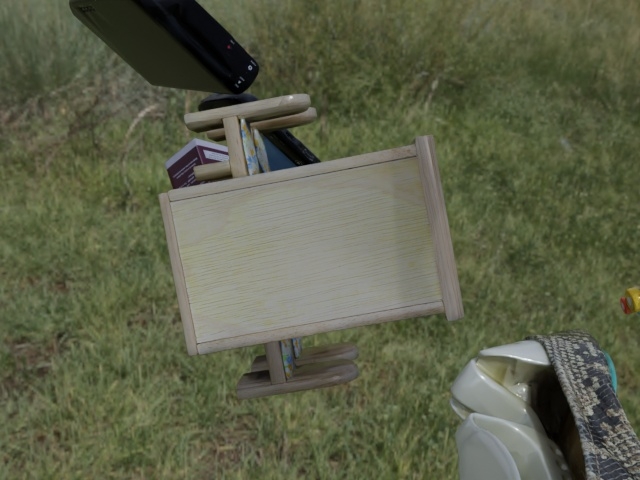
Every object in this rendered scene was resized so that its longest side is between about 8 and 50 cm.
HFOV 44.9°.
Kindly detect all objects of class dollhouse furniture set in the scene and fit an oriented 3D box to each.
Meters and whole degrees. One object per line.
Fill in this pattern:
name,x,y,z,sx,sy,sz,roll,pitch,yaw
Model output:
dollhouse furniture set,0.000,0.000,0.560,0.161,0.212,0.242,-10,3,3

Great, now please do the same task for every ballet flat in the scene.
ballet flat,0.214,0.193,0.737,0.182,0.164,0.483,19,19,-2

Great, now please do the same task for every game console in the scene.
game console,-0.088,-0.134,0.796,0.044,0.361,0.213,-55,33,-9

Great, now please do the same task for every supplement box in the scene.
supplement box,-0.123,-0.019,1.107,0.130,0.073,0.239,9,54,-54

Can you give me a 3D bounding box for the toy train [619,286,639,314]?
toy train,0.381,0.046,0.759,0.125,0.166,0.046,4,59,-33
